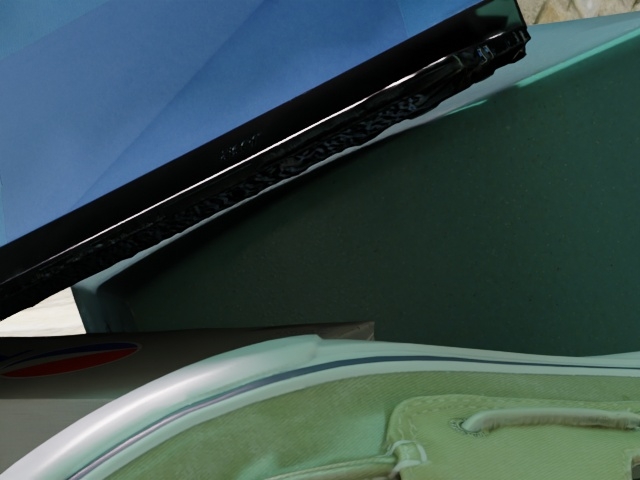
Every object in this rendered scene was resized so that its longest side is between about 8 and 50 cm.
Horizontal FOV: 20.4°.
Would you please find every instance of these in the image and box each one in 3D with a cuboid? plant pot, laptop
[{"bbox_3d":[0.033,0.025,0.711,0.234,0.165,0.165,-21,10,-17],"label":"plant pot"},{"bbox_3d":[-0.061,-0.072,0.620,0.234,0.137,0.264,-26,3,16],"label":"laptop"}]

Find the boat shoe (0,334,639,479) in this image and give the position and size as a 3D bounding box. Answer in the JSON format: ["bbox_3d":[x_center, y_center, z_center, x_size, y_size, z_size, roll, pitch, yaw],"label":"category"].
[{"bbox_3d":[0.054,0.076,0.465,0.302,0.109,0.094,-8,8,-23],"label":"boat shoe"}]

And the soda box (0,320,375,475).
[{"bbox_3d":[-0.114,0.088,0.602,0.286,0.098,0.091,-3,9,35],"label":"soda box"}]
